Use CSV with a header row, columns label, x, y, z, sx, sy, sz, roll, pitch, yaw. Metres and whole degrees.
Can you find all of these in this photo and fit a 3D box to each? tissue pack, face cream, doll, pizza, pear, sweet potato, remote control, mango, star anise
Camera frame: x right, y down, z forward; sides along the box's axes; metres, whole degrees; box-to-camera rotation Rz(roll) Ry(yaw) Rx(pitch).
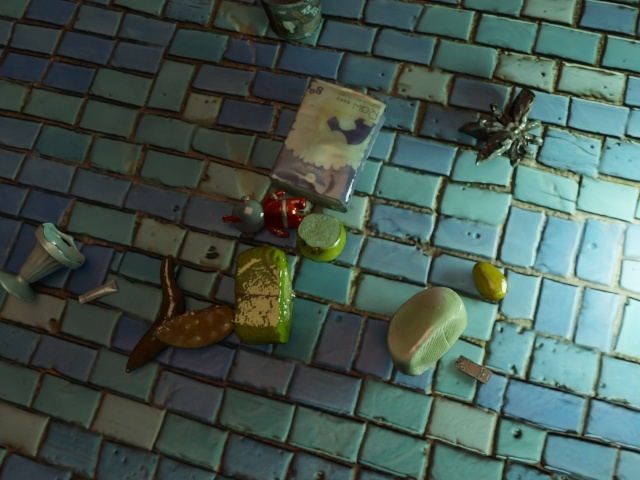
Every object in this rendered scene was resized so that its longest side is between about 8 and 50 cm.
label,x,y,z,sx,sy,sz,roll,pitch,yaw
tissue pack,0.026,-0.277,1.740,0.243,0.125,0.343,20,78,10
face cream,-0.643,0.151,1.748,0.115,0.020,0.038,-24,74,-2
doll,-0.160,-0.070,1.723,0.245,0.076,0.142,-5,106,6
pizza,-0.330,0.234,1.649,0.247,0.058,0.127,-22,109,-22
pear,0.000,0.000,1.685,0.141,0.104,0.141,2,53,-3
sweet potato,-0.436,0.213,1.675,0.109,0.079,0.345,18,82,-10
remote control,0.405,0.342,1.601,0.096,0.014,0.039,29,80,13
mango,0.456,0.109,1.632,0.080,0.060,0.114,-39,71,-8
star anise,0.526,-0.309,1.711,0.258,0.110,0.198,-25,74,-8

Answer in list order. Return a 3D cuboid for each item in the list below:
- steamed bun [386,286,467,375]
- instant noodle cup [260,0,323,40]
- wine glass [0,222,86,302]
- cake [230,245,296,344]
label,x,y,z,sx,sy,sz,roll,pitch,yaw
steamed bun,0.261,0.227,1.574,0.239,0.170,0.152,-41,53,-8
instant noodle cup,-0.088,-0.738,1.829,0.218,0.207,0.217,-1,75,4
wine glass,-0.799,0.065,1.722,0.196,0.165,0.165,-40,75,2
cake,-0.151,0.150,1.621,0.156,0.179,0.260,1,73,5
